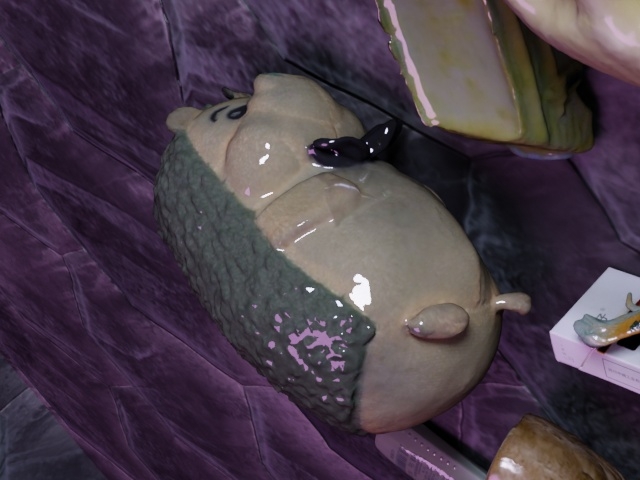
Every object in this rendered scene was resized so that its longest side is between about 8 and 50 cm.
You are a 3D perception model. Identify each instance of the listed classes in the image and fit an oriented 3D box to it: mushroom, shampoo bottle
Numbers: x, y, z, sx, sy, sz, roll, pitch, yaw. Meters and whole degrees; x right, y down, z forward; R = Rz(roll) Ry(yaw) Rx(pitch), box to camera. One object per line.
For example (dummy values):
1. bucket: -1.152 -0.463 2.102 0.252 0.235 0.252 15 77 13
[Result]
1. mushroom: 0.234 0.264 1.284 0.151 0.156 0.285 20 158 21
2. shampoo bottle: 0.153 0.262 1.497 0.212 0.049 0.072 34 134 25

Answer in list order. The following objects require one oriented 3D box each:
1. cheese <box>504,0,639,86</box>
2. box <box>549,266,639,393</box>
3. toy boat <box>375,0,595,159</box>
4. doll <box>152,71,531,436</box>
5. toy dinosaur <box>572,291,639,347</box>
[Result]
1. cheese: 0.242 -0.130 0.710 0.351 0.129 0.328 51 152 -7
2. box: 0.261 0.079 1.035 0.154 0.084 0.040 22 146 39
3. toy boat: 0.104 -0.153 0.938 0.111 0.084 0.276 13 138 45
4. doll: 0.000 0.000 1.173 0.349 0.247 0.247 38 154 29
5. toy dinosaur: 0.268 0.050 0.957 0.187 0.106 0.044 18 143 45
